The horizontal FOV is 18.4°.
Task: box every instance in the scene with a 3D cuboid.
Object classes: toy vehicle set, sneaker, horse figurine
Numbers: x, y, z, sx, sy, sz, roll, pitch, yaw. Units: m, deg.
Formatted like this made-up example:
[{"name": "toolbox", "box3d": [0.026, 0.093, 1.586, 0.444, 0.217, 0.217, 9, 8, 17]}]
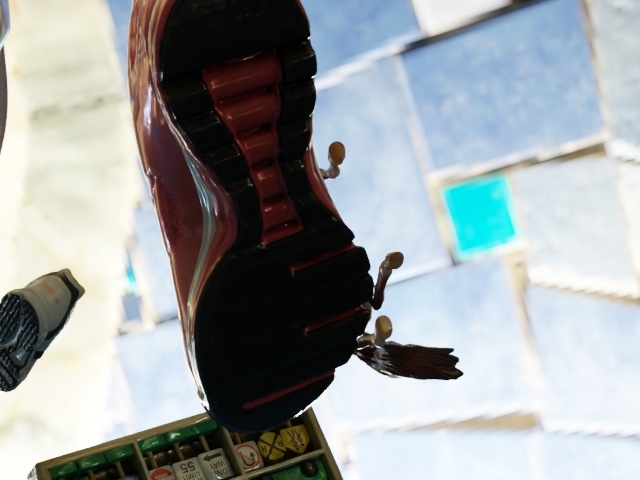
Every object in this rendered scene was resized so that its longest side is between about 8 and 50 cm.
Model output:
[{"name": "toy vehicle set", "box3d": [-0.101, 0.235, 1.693, 0.267, 0.166, 0.035, -15, 161, -31]}, {"name": "sneaker", "box3d": [-0.050, -0.035, 1.190, 0.116, 0.313, 0.136, -15, -152, -18]}, {"name": "sneaker", "box3d": [-0.160, 0.050, 1.088, 0.044, 0.040, 0.109, -35, 177, -36]}, {"name": "horse figurine", "box3d": [0.000, 0.000, 1.403, 0.066, 0.263, 0.174, -28, 178, -19]}]

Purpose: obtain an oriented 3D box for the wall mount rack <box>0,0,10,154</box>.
[{"name": "wall mount rack", "box3d": [-0.237, -0.193, 1.084, 0.130, 0.350, 0.304, 9, -140, 8]}]
